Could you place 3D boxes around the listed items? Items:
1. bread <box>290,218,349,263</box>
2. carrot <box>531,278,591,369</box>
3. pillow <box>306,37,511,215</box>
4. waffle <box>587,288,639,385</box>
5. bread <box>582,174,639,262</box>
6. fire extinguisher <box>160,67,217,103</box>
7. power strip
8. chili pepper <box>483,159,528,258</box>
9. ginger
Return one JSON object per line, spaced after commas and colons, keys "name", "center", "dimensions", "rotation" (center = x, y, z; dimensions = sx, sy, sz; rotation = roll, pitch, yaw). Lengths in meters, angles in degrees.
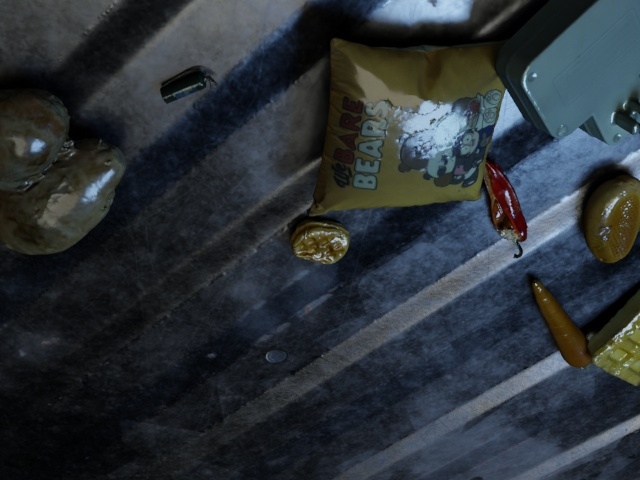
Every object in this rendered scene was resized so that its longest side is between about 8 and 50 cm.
{"name": "bread", "center": [0.000, 0.000, 1.340], "dimensions": [0.110, 0.044, 0.083], "rotation": [11, 125, -20]}
{"name": "carrot", "center": [0.512, 0.184, 1.576], "dimensions": [0.069, 0.069, 0.336], "rotation": [-30, 126, 17]}
{"name": "pillow", "center": [0.143, -0.172, 1.155], "dimensions": [0.312, 0.119, 0.310], "rotation": [-4, 133, -13]}
{"name": "waffle", "center": [0.705, 0.179, 1.573], "dimensions": [0.168, 0.057, 0.274], "rotation": [27, 111, -28]}
{"name": "bread", "center": [0.539, -0.043, 1.366], "dimensions": [0.114, 0.077, 0.189], "rotation": [-22, 133, -16]}
{"name": "fire extinguisher", "center": [-0.200, -0.235, 1.111], "dimensions": [0.083, 0.025, 0.038], "rotation": [-19, 109, 8]}
{"name": "power strip", "center": [0.415, -0.244, 1.094], "dimensions": [0.229, 0.141, 0.261], "rotation": [-43, 132, 5]}
{"name": "chili pepper", "center": [0.336, -0.059, 1.341], "dimensions": [0.050, 0.059, 0.268], "rotation": [-46, 130, -19]}
{"name": "ginger", "center": [-0.441, -0.121, 1.104], "dimensions": [0.244, 0.155, 0.304], "rotation": [-20, 124, 18]}
